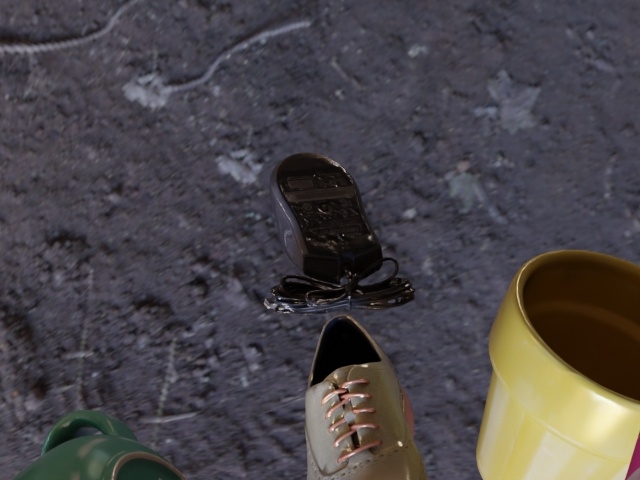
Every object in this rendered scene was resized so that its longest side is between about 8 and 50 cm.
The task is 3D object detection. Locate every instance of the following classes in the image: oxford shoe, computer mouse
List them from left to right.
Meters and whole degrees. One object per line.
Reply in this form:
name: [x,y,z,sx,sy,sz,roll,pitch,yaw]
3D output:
computer mouse: [0.000,0.000,1.630,0.188,0.072,0.272,-3,49,-15]
oxford shoe: [0.033,0.216,1.294,0.140,0.397,0.147,-20,113,3]

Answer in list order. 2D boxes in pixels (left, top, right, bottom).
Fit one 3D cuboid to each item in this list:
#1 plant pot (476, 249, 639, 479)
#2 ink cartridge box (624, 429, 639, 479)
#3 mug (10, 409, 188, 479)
plant pot: [0.287,0.178,1.373,0.254,0.239,0.254,13,36,-9]
ink cartridge box: [0.193,0.150,0.600,0.069,0.176,0.371,24,76,0]
mug: [-0.126,0.163,0.699,0.158,0.097,0.129,58,24,15]
